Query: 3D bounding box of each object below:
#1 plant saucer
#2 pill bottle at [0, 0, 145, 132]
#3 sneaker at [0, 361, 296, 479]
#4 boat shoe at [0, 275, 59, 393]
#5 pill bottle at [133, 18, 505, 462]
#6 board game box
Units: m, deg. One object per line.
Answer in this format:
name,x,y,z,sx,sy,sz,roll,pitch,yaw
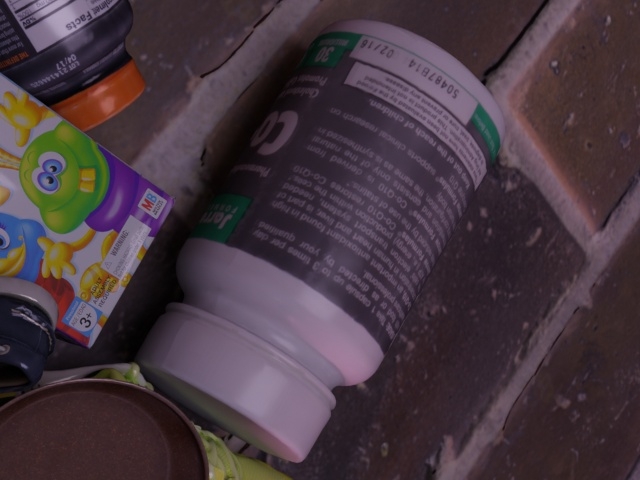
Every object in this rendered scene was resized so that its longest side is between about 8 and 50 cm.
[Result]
plant saucer,-0.184,0.185,0.942,0.198,0.036,0.198,-7,113,-18
pill bottle,-0.234,-0.204,0.985,0.130,0.130,0.245,-40,115,-26
sneaker,-0.152,0.190,1.041,0.385,0.145,0.147,18,112,-36
boat shoe,-0.316,0.084,0.903,0.079,0.254,0.095,-88,174,-45
pill bottle,0.000,0.000,1.119,0.204,0.204,0.361,41,71,-30
board game box,-0.278,-0.050,0.959,0.275,0.144,0.142,37,73,-30
